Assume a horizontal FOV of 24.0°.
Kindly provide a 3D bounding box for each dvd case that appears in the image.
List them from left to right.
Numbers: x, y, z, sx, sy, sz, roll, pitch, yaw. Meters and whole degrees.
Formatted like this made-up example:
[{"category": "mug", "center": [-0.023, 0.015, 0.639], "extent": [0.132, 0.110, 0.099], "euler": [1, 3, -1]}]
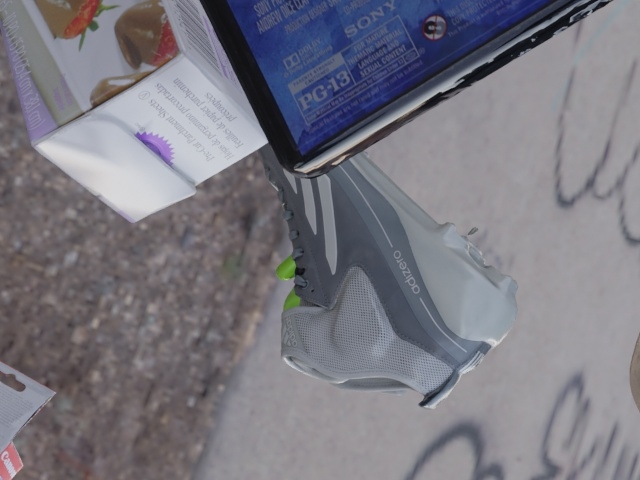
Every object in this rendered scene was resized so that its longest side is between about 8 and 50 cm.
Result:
[{"category": "dvd case", "center": [0.014, -0.168, 0.436], "extent": [0.253, 0.180, 0.022], "euler": [64, 18, 16]}]

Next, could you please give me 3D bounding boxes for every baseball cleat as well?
[{"category": "baseball cleat", "center": [0.000, 0.000, 0.734], "extent": [0.109, 0.206, 0.072], "euler": [-48, 143, 1]}]

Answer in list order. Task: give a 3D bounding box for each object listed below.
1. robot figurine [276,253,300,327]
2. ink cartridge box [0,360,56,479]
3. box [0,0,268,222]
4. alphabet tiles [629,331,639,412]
[{"category": "robot figurine", "center": [0.012, 0.047, 1.283], "extent": [0.101, 0.067, 0.115], "euler": [45, 49, -14]}, {"category": "ink cartridge box", "center": [-0.204, 0.120, 0.841], "extent": [0.115, 0.063, 0.029], "euler": [-49, 149, -29]}, {"category": "box", "center": [-0.103, -0.152, 0.599], "extent": [0.063, 0.324, 0.067], "euler": [-30, 145, 11]}, {"category": "alphabet tiles", "center": [0.229, 0.106, 0.791], "extent": [0.278, 0.021, 0.284], "euler": [-105, -163, -52]}]
